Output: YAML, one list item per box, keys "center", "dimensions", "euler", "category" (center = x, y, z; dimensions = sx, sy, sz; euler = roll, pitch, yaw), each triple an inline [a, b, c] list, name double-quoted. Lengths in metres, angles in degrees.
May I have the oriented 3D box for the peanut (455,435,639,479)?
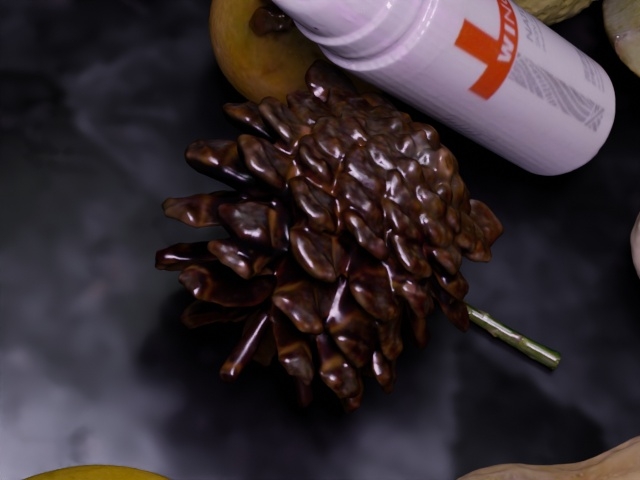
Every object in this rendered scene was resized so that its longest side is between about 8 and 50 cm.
- center: [0.173, 0.172, 1.143]
  dimensions: [0.263, 0.117, 0.101]
  euler: [-8, 41, -13]
  category: "peanut"

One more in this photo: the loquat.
- center: [-0.005, -0.156, 1.342]
  dimensions: [0.163, 0.163, 0.137]
  euler: [5, 96, -9]
  category: "loquat"

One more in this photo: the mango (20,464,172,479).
- center: [-0.153, 0.198, 1.128]
  dimensions: [0.191, 0.085, 0.122]
  euler: [-27, 57, -37]
  category: "mango"

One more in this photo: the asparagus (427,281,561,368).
- center: [0.118, 0.056, 1.315]
  dimensions: [0.114, 0.014, 0.015]
  euler: [32, 23, 7]
  category: "asparagus"

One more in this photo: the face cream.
- center: [0.082, -0.134, 1.254]
  dimensions: [0.345, 0.102, 0.102]
  euler: [23, 40, -54]
  category: "face cream"

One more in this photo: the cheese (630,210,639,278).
- center: [0.344, -0.025, 1.372]
  dimensions: [0.159, 0.093, 0.263]
  euler: [42, 59, 16]
  category: "cheese"

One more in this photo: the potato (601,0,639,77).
- center: [0.352, -0.229, 1.456]
  dimensions: [0.112, 0.269, 0.255]
  euler: [54, 18, -24]
  category: "potato"

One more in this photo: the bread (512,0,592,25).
- center: [0.157, -0.311, 1.373]
  dimensions: [0.320, 0.320, 0.237]
  euler: [-23, 59, -24]
  category: "bread"

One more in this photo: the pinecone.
- center: [-0.001, 0.002, 1.216]
  dimensions: [0.202, 0.201, 0.229]
  euler: [37, 19, 36]
  category: "pinecone"
